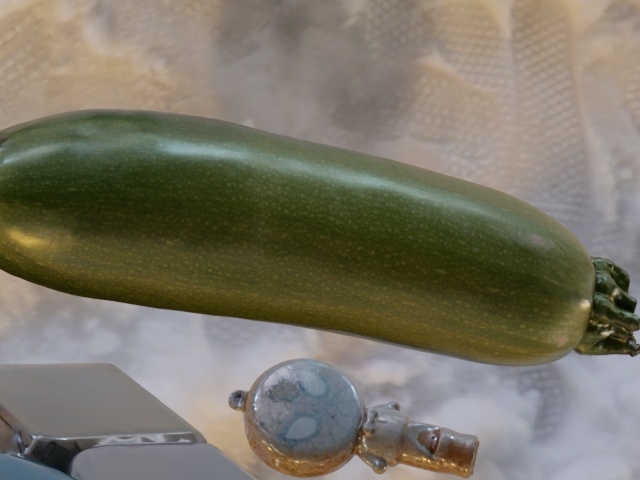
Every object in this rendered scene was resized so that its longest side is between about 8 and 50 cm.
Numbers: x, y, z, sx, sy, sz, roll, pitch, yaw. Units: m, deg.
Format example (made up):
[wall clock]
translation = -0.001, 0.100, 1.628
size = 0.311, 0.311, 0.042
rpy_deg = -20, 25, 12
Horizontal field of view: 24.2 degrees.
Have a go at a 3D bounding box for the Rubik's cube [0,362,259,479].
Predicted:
[Rubik's cube]
translation = -0.192, 0.275, 0.717
size = 0.346, 0.344, 0.347
rpy_deg = 5, 106, -39

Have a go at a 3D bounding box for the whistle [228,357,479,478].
[whistle]
translation = 0.027, 0.163, 1.283
size = 0.220, 0.057, 0.107
rpy_deg = 12, 52, 5

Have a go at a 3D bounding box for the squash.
[squash]
translation = 0.000, 0.000, 0.504
size = 0.258, 0.069, 0.069
rpy_deg = 12, 85, -27
